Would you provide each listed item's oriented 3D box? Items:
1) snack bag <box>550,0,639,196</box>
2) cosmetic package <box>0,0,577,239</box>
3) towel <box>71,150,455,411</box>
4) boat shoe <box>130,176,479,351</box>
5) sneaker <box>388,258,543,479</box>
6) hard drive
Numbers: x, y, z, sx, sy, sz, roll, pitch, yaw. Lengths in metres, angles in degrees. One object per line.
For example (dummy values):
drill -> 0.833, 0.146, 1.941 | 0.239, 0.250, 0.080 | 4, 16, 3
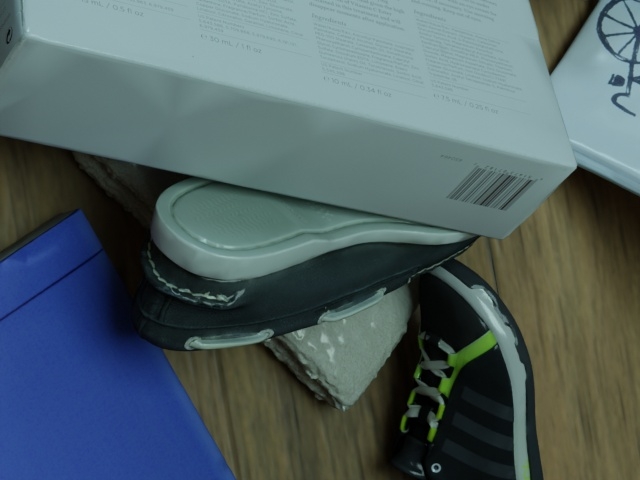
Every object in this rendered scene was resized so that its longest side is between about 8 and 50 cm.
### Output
snack bag -> 0.352, -0.141, 1.487 | 0.323, 0.037, 0.342 | 29, 70, 16
cosmetic package -> -0.041, -0.168, 1.232 | 0.377, 0.097, 0.284 | 12, 52, -29
towel -> -0.027, -0.037, 1.334 | 0.282, 0.049, 0.187 | 47, 63, -21
boat shoe -> 0.000, 0.000, 1.267 | 0.302, 0.091, 0.114 | -8, 44, -41
sneaker -> 0.093, 0.129, 1.355 | 0.097, 0.084, 0.235 | -22, 110, -22
hard drive -> -0.155, 0.170, 1.223 | 0.210, 0.040, 0.319 | -36, 104, -32
